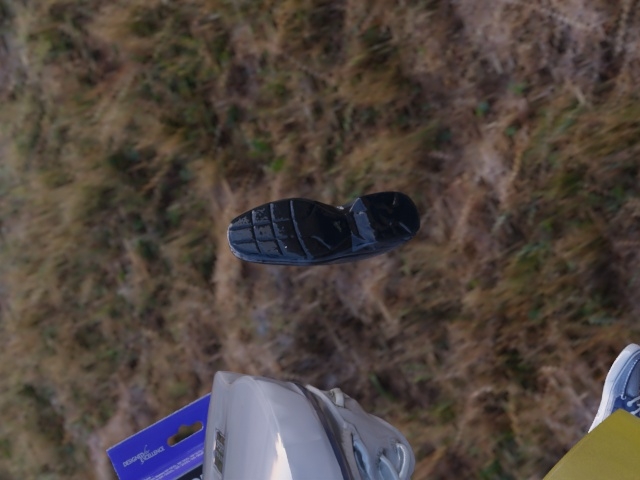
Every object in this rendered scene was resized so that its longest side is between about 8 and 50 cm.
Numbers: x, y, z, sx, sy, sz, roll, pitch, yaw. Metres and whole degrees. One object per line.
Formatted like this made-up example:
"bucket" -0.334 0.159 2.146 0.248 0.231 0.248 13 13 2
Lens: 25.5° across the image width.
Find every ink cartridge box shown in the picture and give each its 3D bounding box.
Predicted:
"ink cartridge box" -0.116 0.287 1.606 0.045 0.206 0.208 -18 97 50

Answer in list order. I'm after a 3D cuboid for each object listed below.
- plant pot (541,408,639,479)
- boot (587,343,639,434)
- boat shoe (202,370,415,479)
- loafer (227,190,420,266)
"plant pot" 0.297 0.322 1.359 0.212 0.187 0.212 27 133 53
"boot" 0.456 0.250 2.061 0.086 0.069 0.190 32 120 38
"boat shoe" -0.001 0.111 0.635 0.267 0.088 0.096 166 110 -80
"loafer" 0.000 0.000 1.211 0.061 0.170 0.062 119 144 -59
